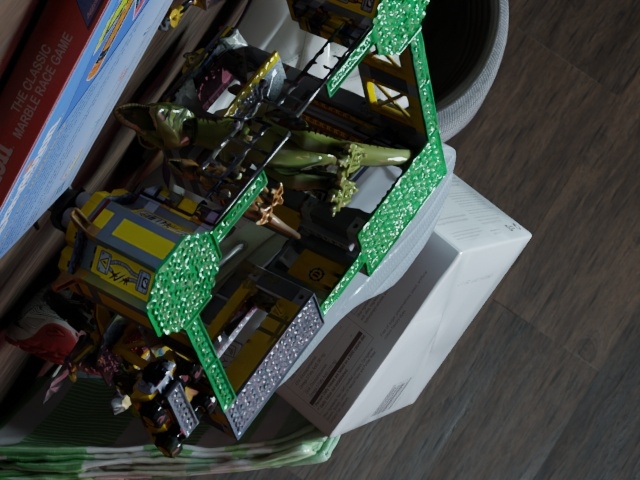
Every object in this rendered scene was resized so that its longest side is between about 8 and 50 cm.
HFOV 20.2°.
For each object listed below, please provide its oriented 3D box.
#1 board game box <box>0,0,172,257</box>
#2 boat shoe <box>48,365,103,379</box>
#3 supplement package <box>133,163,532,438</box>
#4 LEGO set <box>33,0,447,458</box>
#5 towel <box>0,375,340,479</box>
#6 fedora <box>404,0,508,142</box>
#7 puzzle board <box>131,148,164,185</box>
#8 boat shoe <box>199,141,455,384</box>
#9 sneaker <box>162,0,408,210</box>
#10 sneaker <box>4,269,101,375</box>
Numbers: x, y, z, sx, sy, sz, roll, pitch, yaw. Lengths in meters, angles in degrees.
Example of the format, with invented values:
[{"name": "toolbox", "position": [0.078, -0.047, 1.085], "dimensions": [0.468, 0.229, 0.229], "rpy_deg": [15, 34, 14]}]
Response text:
[{"name": "board game box", "position": [-0.098, -0.100, 0.813], "dimensions": [0.281, 0.027, 0.145], "rpy_deg": [-56, -178, 33]}, {"name": "boat shoe", "position": [-0.251, 0.199, 1.903], "dimensions": [0.127, 0.113, 0.340], "rpy_deg": [-56, 180, -1]}, {"name": "supplement package", "position": [0.000, 0.000, 1.543], "dimensions": [0.198, 0.262, 0.199], "rpy_deg": [-56, 163, 17]}, {"name": "LEGO set", "position": [-0.076, -0.050, 1.099], "dimensions": [0.331, 0.192, 0.255], "rpy_deg": [-57, 152, -16]}, {"name": "towel", "position": [-0.134, 0.156, 1.598], "dimensions": [0.248, 0.324, 0.038], "rpy_deg": [-56, 139, -74]}, {"name": "fedora", "position": [0.061, -0.215, 1.771], "dimensions": [0.124, 0.244, 0.275], "rpy_deg": [-6, -137, 50]}, {"name": "puzzle board", "position": [-0.105, -0.107, 1.416], "dimensions": [0.128, 0.011, 0.096], "rpy_deg": [-57, 179, 21]}, {"name": "boat shoe", "position": [-0.005, -0.001, 1.296], "dimensions": [0.302, 0.094, 0.109], "rpy_deg": [-40, 147, -45]}, {"name": "sneaker", "position": [-0.013, -0.102, 1.319], "dimensions": [0.305, 0.152, 0.114], "rpy_deg": [-60, -179, 15]}, {"name": "sneaker", "position": [-0.167, 0.033, 1.316], "dimensions": [0.225, 0.088, 0.093], "rpy_deg": [-67, 175, -74]}]
